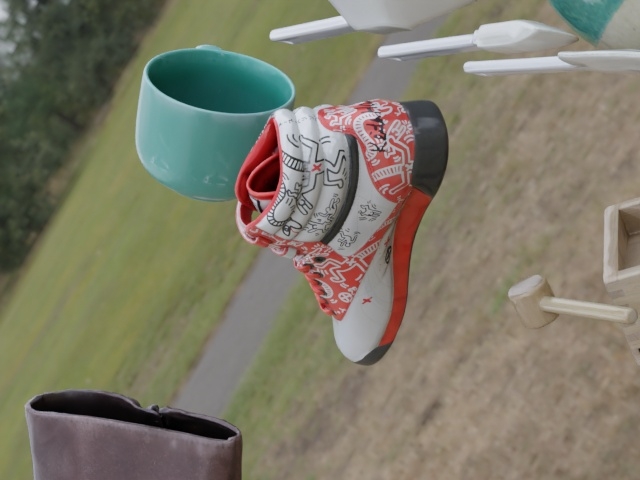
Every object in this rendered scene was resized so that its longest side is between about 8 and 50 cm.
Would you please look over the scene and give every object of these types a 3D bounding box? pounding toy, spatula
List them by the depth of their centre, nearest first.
[{"bbox_3d":[0.065,-0.100,0.680,0.242,0.168,0.019,-159,76,-72],"label":"spatula"},{"bbox_3d":[0.258,0.046,1.074,0.206,0.094,0.181,-18,23,21],"label":"pounding toy"}]

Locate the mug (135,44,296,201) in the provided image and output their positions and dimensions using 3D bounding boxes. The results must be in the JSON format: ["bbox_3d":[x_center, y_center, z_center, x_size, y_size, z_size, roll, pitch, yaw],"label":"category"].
[{"bbox_3d":[-0.086,-0.097,1.176,0.158,0.129,0.097,-45,-29,-56],"label":"mug"}]

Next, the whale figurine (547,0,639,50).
[{"bbox_3d":[0.204,-0.216,0.676,0.272,0.141,0.216,-55,-9,19],"label":"whale figurine"}]

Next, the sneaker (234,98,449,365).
[{"bbox_3d":[0.000,-0.001,1.087,0.270,0.145,0.090,104,158,-45],"label":"sneaker"}]

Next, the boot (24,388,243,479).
[{"bbox_3d":[-0.054,0.198,0.726,0.090,0.248,0.207,-44,-37,-64],"label":"boot"}]
